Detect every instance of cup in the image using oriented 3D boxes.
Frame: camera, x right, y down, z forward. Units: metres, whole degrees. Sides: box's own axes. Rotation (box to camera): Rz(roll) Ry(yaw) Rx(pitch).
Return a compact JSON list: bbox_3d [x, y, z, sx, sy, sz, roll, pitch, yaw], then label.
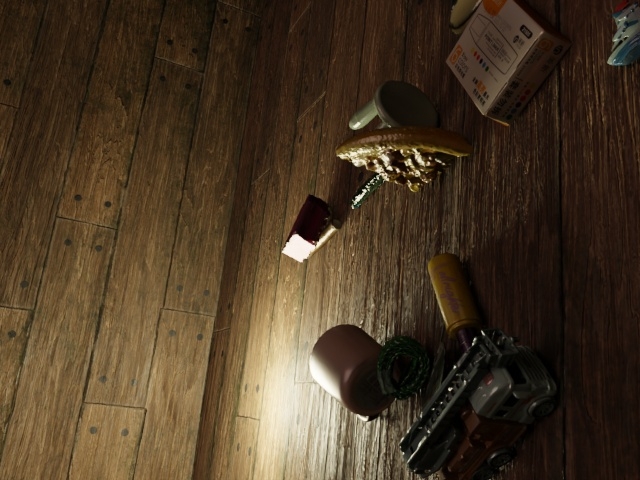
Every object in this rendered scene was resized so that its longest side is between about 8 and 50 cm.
[{"bbox_3d":[0.103,0.373,1.532,0.200,0.191,0.253,29,134,63],"label":"cup"}]

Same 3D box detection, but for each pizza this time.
[{"bbox_3d":[0.205,-0.229,1.467,0.258,0.268,0.087,139,147,-60],"label":"pizza"}]

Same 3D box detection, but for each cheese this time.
[{"bbox_3d":[0.421,-0.619,1.453,0.251,0.054,0.127,-14,65,64],"label":"cheese"}]

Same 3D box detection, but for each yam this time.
[{"bbox_3d":[0.000,0.000,2.102,0.264,0.046,0.046,-46,38,51],"label":"yam"}]

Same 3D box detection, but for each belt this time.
[{"bbox_3d":[0.195,0.306,1.395,0.079,0.121,0.151,-120,44,-86],"label":"belt"}]

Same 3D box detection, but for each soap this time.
[{"bbox_3d":[-0.041,-0.055,2.071,0.162,0.099,0.250,-57,9,50],"label":"soap"}]

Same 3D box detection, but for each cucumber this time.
[{"bbox_3d":[0.159,-0.174,1.834,0.257,0.043,0.044,135,146,-52],"label":"cucumber"}]

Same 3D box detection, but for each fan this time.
[{"bbox_3d":[0.256,0.285,1.272,0.223,0.012,0.294,6,-82,-82],"label":"fan"}]

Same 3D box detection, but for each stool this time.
[{"bbox_3d":[0.201,-0.317,1.630,0.199,0.195,0.195,129,146,-54],"label":"stool"}]

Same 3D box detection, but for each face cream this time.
[{"bbox_3d":[0.305,0.155,1.279,0.078,0.078,0.273,-55,31,41],"label":"face cream"}]

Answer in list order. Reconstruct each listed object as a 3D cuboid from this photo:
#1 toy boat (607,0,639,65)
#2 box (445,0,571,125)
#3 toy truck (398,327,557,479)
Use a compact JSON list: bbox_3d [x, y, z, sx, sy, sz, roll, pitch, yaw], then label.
[{"bbox_3d":[0.567,-0.383,1.040,0.105,0.034,0.149,-25,43,65],"label":"toy boat"},{"bbox_3d":[0.414,-0.426,1.320,0.221,0.091,0.274,-60,29,33],"label":"box"},{"bbox_3d":[0.293,0.316,1.089,0.338,0.184,0.133,-64,27,28],"label":"toy truck"}]
